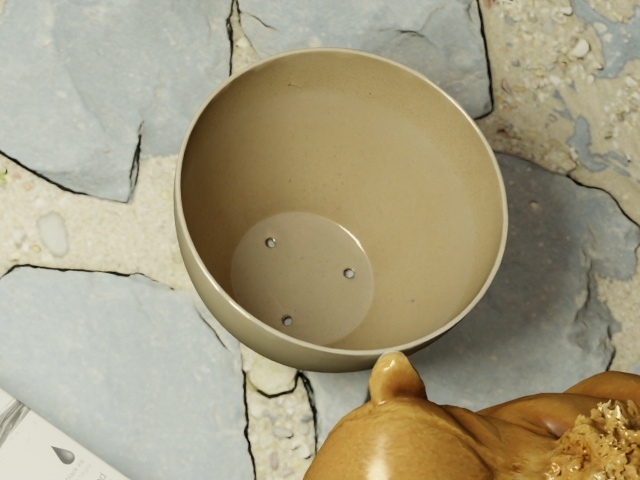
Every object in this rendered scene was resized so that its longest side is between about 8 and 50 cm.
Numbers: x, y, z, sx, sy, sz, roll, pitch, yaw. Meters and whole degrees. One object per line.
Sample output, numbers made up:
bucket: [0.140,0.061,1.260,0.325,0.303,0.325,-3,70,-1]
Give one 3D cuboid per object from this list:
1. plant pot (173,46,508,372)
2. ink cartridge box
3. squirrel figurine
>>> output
plant pot: [0.000,0.000,1.666,0.284,0.191,0.284,5,65,-11]
ink cartridge box: [-0.281,0.212,1.563,0.218,0.092,0.158,34,63,5]
squirrel figurine: [0.190,0.195,1.468,0.370,0.397,0.281,21,65,-38]
